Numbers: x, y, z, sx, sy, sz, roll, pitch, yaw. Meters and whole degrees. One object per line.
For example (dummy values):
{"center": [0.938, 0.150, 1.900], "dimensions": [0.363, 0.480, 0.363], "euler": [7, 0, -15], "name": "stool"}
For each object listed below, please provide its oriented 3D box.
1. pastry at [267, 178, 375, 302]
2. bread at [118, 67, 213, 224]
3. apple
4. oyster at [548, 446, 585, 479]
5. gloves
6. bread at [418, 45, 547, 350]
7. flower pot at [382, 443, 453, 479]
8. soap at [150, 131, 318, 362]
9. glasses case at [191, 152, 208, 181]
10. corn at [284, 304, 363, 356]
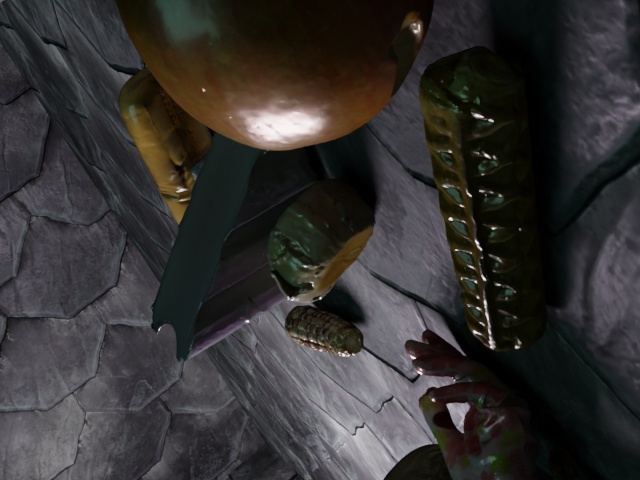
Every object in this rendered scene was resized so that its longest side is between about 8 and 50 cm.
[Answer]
{"center": [0.000, 0.000, 1.089], "dimensions": [0.088, 0.166, 0.166], "euler": [40, 160, 18], "name": "pastry"}
{"center": [-0.235, -0.147, 1.422], "dimensions": [0.091, 0.142, 0.305], "euler": [1, 135, 24], "name": "bread"}
{"center": [-0.028, -0.195, 0.670], "dimensions": [0.242, 0.242, 0.241], "euler": [38, 171, 39], "name": "apple"}
{"center": [0.367, 0.450, 1.022], "dimensions": [0.111, 0.204, 0.396], "euler": [-34, 97, 36], "name": "oyster"}
{"center": [0.193, 0.215, 1.092], "dimensions": [0.145, 0.126, 0.241], "euler": [72, -177, -60], "name": "gloves"}
{"center": [0.152, -0.017, 0.776], "dimensions": [0.368, 0.084, 0.077], "euler": [69, -163, -47], "name": "bread"}
{"center": [0.222, 0.448, 1.220], "dimensions": [0.244, 0.307, 0.307], "euler": [10, 138, 42], "name": "flower pot"}
{"center": [-0.140, -0.019, 1.185], "dimensions": [0.159, 0.302, 0.258], "euler": [43, 163, 51], "name": "soap"}
{"center": [-0.115, -0.039, 1.419], "dimensions": [0.248, 0.087, 0.065], "euler": [55, 158, -15], "name": "glasses case"}
{"center": [0.006, 0.159, 1.522], "dimensions": [0.079, 0.079, 0.237], "euler": [57, 162, -14], "name": "corn"}
